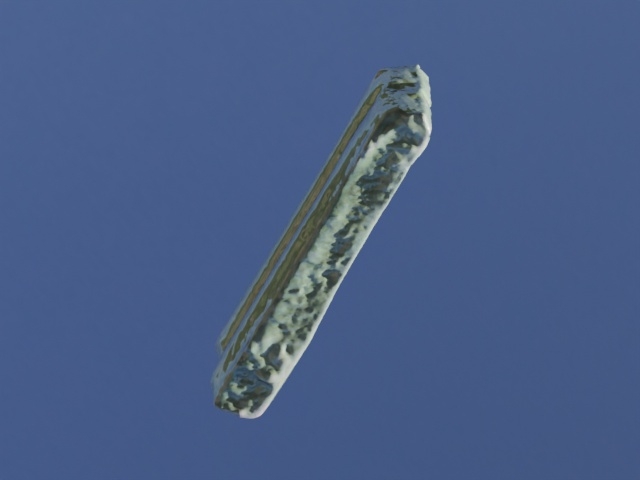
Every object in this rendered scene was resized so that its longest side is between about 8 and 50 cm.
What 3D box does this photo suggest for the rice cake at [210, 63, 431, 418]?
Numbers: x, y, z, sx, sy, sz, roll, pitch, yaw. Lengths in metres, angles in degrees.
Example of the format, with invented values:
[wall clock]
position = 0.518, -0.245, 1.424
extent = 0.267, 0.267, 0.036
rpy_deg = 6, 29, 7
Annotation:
[rice cake]
position = 0.000, 0.000, 1.179
extent = 0.226, 0.040, 0.085
rpy_deg = -59, -167, 21
